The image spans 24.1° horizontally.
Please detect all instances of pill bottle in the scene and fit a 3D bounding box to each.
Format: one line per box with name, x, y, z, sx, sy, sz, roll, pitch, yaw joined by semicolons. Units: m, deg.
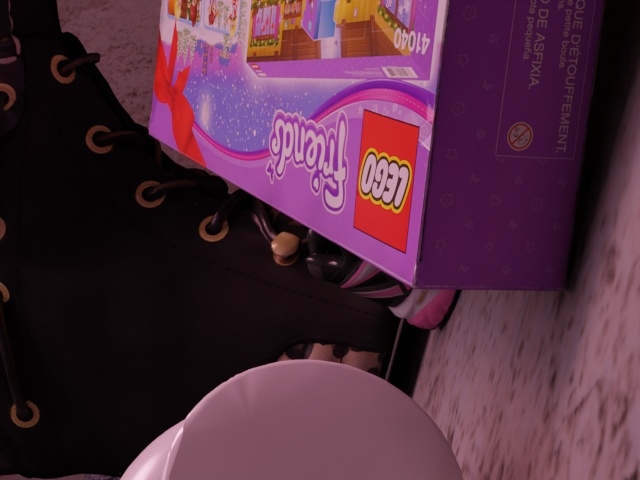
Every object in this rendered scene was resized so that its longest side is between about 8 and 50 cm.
pill bottle;-0.021;0.130;0.522;0.221;0.124;0.124;107;176;-57

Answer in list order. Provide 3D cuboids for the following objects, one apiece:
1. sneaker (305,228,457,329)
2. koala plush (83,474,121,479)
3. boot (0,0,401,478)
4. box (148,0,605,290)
sneaker;0.035;-0.026;0.644;0.178;0.077;0.072;108;174;-45
koala plush;-0.106;0.166;1.117;0.203;0.196;0.221;24;-143;-57
boot;-0.088;-0.032;0.790;0.138;0.284;0.377;-41;-38;-78
box;0.008;-0.113;0.560;0.293;0.057;0.201;-149;63;-64
